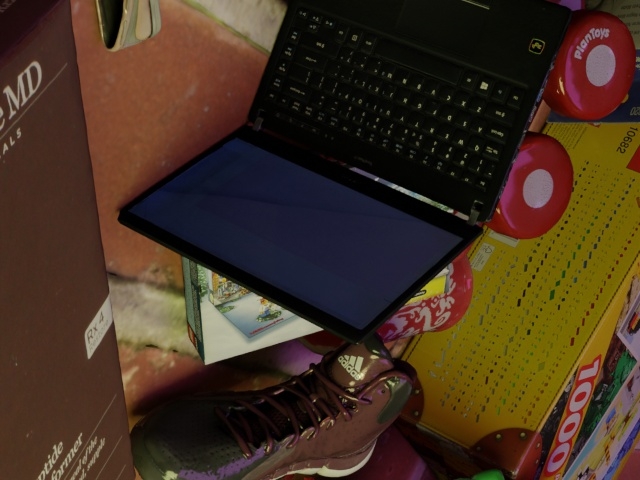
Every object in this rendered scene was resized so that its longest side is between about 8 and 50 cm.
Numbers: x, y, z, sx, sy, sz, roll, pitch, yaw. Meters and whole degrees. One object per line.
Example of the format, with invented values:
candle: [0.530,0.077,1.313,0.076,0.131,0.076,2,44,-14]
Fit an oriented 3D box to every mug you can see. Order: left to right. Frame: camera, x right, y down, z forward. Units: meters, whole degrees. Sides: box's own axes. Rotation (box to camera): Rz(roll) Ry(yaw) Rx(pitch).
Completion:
mug: [0.051,0.066,1.267,0.169,0.113,0.150,-14,121,-50]

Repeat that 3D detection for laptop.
laptop: [0.014,-0.090,0.962,0.137,0.234,0.264,7,107,-60]

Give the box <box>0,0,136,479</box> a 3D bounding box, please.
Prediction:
box: [-0.217,0.058,0.754,0.191,0.143,0.381,-63,157,-49]

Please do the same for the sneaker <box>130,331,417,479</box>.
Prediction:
sneaker: [-0.023,0.134,1.127,0.281,0.106,0.162,-2,141,-49]

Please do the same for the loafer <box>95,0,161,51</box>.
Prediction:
loafer: [-0.134,-0.176,0.858,0.039,0.045,0.125,-40,145,-26]

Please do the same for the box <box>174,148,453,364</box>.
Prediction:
box: [0.000,0.000,1.094,0.233,0.044,0.159,-15,128,-19]

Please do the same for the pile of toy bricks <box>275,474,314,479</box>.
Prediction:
pile of toy bricks: [-0.085,0.287,1.242,0.105,0.118,0.212,7,125,-32]

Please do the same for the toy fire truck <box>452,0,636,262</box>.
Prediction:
toy fire truck: [0.121,-0.147,1.199,0.254,0.169,0.302,31,85,-35]

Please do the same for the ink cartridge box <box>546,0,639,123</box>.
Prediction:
ink cartridge box: [0.334,-0.232,1.405,0.045,0.223,0.224,30,82,-23]

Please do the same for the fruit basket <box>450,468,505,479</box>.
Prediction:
fruit basket: [0.070,0.394,1.379,0.327,0.165,0.353,-7,140,-36]

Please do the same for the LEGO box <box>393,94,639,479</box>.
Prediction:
LEGO box: [0.317,0.098,1.626,0.500,0.193,0.372,-57,149,-14]
